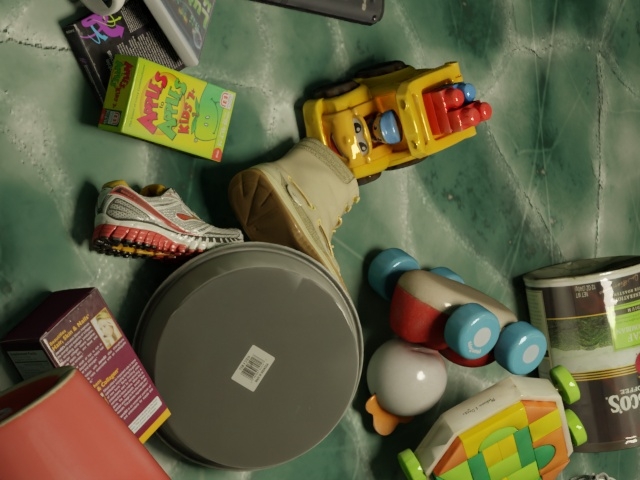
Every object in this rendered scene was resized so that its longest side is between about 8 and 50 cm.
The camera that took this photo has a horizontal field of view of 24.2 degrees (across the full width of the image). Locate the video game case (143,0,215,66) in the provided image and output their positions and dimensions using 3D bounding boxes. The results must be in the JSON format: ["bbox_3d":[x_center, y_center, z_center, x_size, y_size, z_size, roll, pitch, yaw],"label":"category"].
[{"bbox_3d":[-0.180,-0.339,1.833,0.190,0.022,0.173,59,34,-46],"label":"video game case"}]

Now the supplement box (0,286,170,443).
[{"bbox_3d":[-0.270,0.160,1.719,0.104,0.081,0.188,-47,119,-41],"label":"supplement box"}]

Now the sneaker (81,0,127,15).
[{"bbox_3d":[-0.282,-0.384,1.771,0.217,0.079,0.121,60,38,-22],"label":"sneaker"}]

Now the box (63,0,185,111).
[{"bbox_3d":[-0.230,-0.243,1.833,0.162,0.029,0.116,-39,113,-41],"label":"box"}]

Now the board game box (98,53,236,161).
[{"bbox_3d":[-0.186,-0.160,1.831,0.181,0.043,0.092,15,88,-53],"label":"board game box"}]

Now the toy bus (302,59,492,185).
[{"bbox_3d":[0.118,-0.165,2.051,0.220,0.211,0.149,-26,106,-42],"label":"toy bus"}]

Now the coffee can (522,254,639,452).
[{"bbox_3d":[0.438,0.176,2.351,0.201,0.201,0.275,-14,96,-45],"label":"coffee can"}]

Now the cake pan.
[{"bbox_3d":[-0.082,0.150,1.816,0.293,0.054,0.293,-3,101,-14],"label":"cake pan"}]

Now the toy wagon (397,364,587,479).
[{"bbox_3d":[0.260,0.322,2.146,0.267,0.068,0.344,-28,140,-6],"label":"toy wagon"}]

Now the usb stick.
[{"bbox_3d":[-0.014,-0.350,2.048,0.278,0.045,0.077,4,83,-45],"label":"usb stick"}]

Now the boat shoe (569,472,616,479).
[{"bbox_3d":[0.446,0.428,2.403,0.306,0.113,0.105,23,64,-45],"label":"boat shoe"}]

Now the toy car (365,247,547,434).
[{"bbox_3d":[0.151,0.171,2.103,0.210,0.219,0.238,21,101,-43],"label":"toy car"}]

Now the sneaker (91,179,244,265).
[{"bbox_3d":[-0.179,-0.023,1.826,0.225,0.088,0.093,13,69,-48],"label":"sneaker"}]

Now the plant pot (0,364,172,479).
[{"bbox_3d":[-0.289,0.284,1.584,0.275,0.275,0.243,-36,103,-41],"label":"plant pot"}]

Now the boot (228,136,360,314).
[{"bbox_3d":[0.000,0.000,1.958,0.262,0.095,0.203,59,31,-4],"label":"boot"}]
